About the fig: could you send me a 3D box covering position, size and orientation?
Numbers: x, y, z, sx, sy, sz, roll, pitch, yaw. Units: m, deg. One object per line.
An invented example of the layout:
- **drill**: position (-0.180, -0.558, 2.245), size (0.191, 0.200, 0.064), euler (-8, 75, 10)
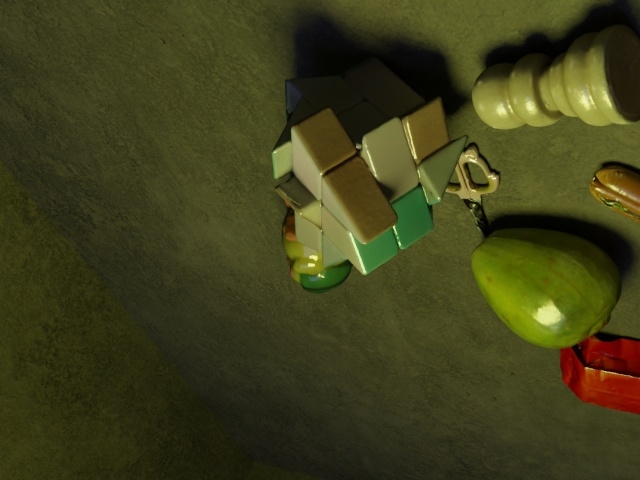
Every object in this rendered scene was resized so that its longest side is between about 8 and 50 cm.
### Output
- **fig**: position (0.483, 0.091, 1.923), size (0.326, 0.258, 0.258), euler (31, 153, 25)

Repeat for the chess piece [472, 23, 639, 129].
- **chess piece**: position (0.400, -0.266, 1.537), size (0.300, 0.167, 0.167), euler (-4, 138, 45)

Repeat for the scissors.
- **scissors**: position (0.335, -0.096, 1.947), size (0.160, 0.024, 0.317), euler (4, 143, 31)

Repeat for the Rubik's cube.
- **Rubik's cube**: position (0.078, -0.137, 1.747), size (0.368, 0.358, 0.387), euler (48, 159, 28)

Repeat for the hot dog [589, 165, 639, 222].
- **hot dog**: position (0.647, -0.066, 1.727), size (0.249, 0.068, 0.100), euler (25, 150, 2)

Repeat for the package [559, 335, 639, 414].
- **package**: position (0.797, 0.339, 2.168), size (0.423, 0.123, 0.196), euler (10, 143, 22)

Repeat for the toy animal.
- **toy animal**: position (0.003, 0.000, 2.171), size (0.191, 0.216, 0.338), euler (-7, 147, 1)
